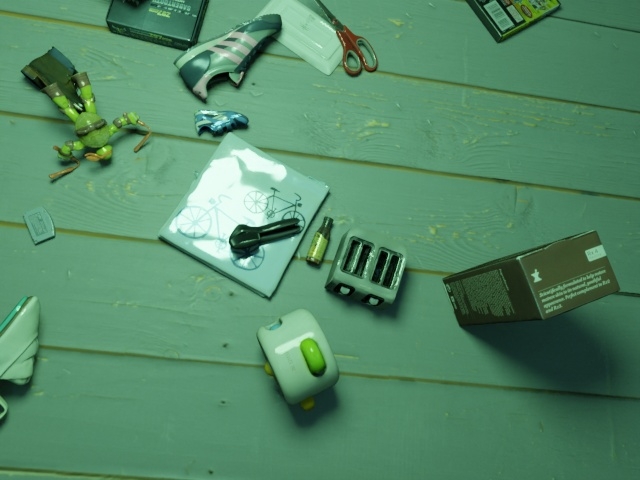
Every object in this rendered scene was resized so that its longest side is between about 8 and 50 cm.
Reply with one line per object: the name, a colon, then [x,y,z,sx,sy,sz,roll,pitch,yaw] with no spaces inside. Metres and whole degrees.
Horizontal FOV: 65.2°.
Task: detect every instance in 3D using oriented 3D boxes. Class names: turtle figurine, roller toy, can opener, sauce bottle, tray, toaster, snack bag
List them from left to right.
turtle figurine: [-0.569,-0.274,1.200,0.269,0.087,0.217,-27,114,-7]
snack bag: [-0.189,-0.076,1.278,0.323,0.037,0.343,29,76,-1]
can opener: [-0.136,-0.016,1.229,0.186,0.059,0.073,-14,54,-21]
roller toy: [-0.059,0.267,1.142,0.146,0.209,0.191,-24,47,-13]
tray: [-0.044,-0.598,1.418,0.270,0.030,0.145,36,74,1]
sauce bottle: [0.000,0.000,1.285,0.042,0.042,0.128,20,73,-3]
toaster: [0.120,0.063,1.252,0.168,0.110,0.186,21,75,-4]

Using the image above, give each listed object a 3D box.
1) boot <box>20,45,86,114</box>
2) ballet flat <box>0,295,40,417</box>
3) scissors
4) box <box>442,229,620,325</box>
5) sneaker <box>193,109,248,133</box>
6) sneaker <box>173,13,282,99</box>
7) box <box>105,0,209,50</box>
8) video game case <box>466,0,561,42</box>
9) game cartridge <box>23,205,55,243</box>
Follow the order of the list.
boot: [-0.638,-0.402,1.265,0.219,0.082,0.106,35,78,3]
ballet flat: [-0.714,0.307,1.085,0.139,0.139,0.400,37,79,1]
scissors: [0.058,-0.600,1.403,0.109,0.021,0.297,-31,96,-17]
box: [0.455,0.099,1.149,0.191,0.381,0.143,-18,81,-11]
sneaker: [-0.260,-0.305,1.312,0.144,0.053,0.059,0,77,1]
sneaker: [-0.223,-0.492,1.344,0.319,0.112,0.131,-32,100,-11]
box: [-0.435,-0.627,1.354,0.232,0.059,0.184,13,76,-4]
video game case: [0.563,-0.773,1.540,0.248,0.035,0.275,-31,83,-13]
game cartridge: [-0.678,-0.039,1.212,0.056,0.017,0.083,-25,82,-9]
